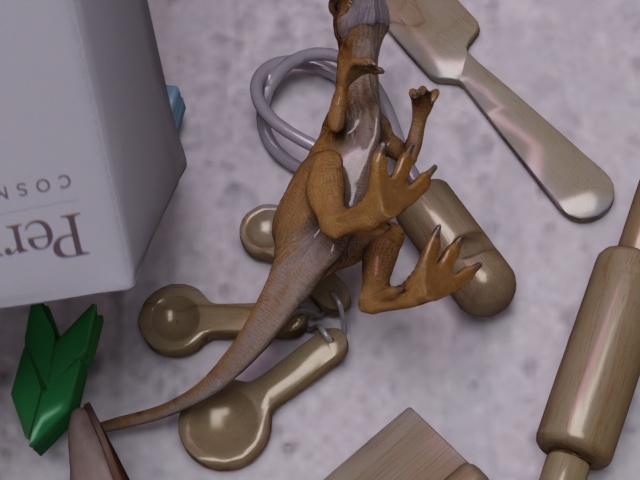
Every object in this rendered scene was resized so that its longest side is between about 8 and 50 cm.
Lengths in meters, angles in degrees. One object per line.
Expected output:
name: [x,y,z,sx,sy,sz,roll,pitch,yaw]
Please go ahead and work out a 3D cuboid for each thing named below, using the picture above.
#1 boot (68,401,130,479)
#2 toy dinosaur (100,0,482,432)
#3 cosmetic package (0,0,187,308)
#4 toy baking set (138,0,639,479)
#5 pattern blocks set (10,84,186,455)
boot: [-0.099,0.129,0.729,0.087,0.042,0.118,-26,66,-2]
toy dinosaur: [0.000,0.000,0.755,0.112,0.064,0.211,12,74,54]
cosmetic package: [-0.191,-0.164,0.674,0.217,0.156,0.385,-11,105,6]
toy baking set: [0.040,0.006,0.777,0.196,0.030,0.256,20,68,16]
pattern blocks set: [-0.230,-0.010,0.822,0.324,0.026,0.285,17,67,15]
